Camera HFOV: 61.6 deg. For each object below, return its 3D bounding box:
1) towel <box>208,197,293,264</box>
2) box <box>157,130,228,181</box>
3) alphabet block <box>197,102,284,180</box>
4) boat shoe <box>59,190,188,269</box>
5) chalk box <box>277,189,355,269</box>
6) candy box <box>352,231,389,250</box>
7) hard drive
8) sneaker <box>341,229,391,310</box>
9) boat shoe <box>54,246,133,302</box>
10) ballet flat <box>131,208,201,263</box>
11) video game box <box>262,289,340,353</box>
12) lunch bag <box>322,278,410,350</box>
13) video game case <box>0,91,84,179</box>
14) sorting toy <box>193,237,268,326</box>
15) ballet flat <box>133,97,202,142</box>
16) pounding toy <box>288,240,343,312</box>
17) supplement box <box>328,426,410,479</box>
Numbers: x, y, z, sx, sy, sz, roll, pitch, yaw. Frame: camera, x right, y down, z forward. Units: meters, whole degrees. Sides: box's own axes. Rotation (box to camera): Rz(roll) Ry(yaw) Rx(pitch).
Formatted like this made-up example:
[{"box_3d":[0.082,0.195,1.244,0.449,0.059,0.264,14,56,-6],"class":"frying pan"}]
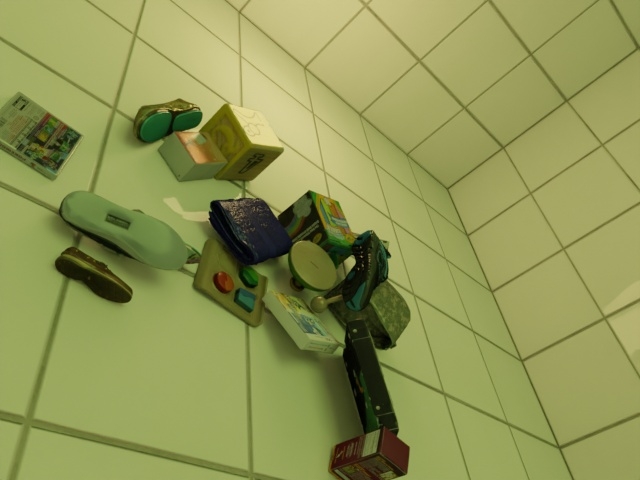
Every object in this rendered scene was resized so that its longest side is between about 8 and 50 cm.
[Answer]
[{"box_3d":[-0.217,-0.030,1.694,0.228,0.076,0.308,56,20,6],"class":"towel"},{"box_3d":[-0.403,-0.269,1.708,0.130,0.091,0.170,55,27,7],"class":"box"},{"box_3d":[-0.282,-0.335,1.865,0.197,0.193,0.192,-5,59,-59],"class":"alphabet block"},{"box_3d":[-0.468,-0.011,1.276,0.306,0.105,0.113,24,66,-27],"class":"boat shoe"},{"box_3d":[0.000,0.000,1.910,0.179,0.180,0.289,16,44,-48],"class":"chalk box"},{"box_3d":[0.124,0.011,2.057,0.233,0.071,0.159,14,8,32],"class":"candy box"},{"box_3d":[0.140,0.429,1.567,0.064,0.237,0.339,-9,52,-8],"class":"hard drive"},{"box_3d":[0.169,0.110,1.765,0.139,0.125,0.341,43,40,-21],"class":"sneaker"},{"box_3d":[-0.489,0.073,1.184,0.178,0.064,0.060,37,32,-22],"class":"boat shoe"},{"box_3d":[-0.415,0.010,1.383,0.221,0.077,0.079,39,48,-14],"class":"ballet flat"},{"box_3d":[-0.055,0.242,1.581,0.205,0.048,0.187,47,9,31],"class":"video game box"},{"box_3d":[0.183,0.242,1.907,0.287,0.169,0.235,50,29,5],"class":"lunch bag"},{"box_3d":[-0.697,-0.258,1.314,0.183,0.023,0.201,37,29,-27],"class":"video game case"},{"box_3d":[-0.244,0.084,1.576,0.229,0.041,0.307,38,30,-25],"class":"sorting toy"},{"box_3d":[-0.505,-0.386,1.691,0.123,0.123,0.348,51,27,-2],"class":"ballet flat"},{"box_3d":[-0.037,0.127,1.736,0.183,0.110,0.237,-17,70,-51],"class":"pounding toy"},{"box_3d":[0.125,0.566,1.390,0.104,0.188,0.081,43,36,-17],"class":"supplement box"}]
